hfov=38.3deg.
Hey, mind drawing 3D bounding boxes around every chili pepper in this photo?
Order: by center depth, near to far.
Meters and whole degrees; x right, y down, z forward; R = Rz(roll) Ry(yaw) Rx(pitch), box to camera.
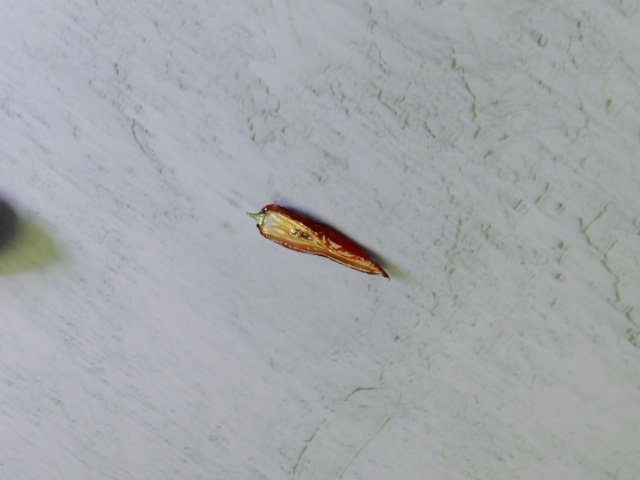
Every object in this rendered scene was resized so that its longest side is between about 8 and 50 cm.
[{"bbox_3d":[0.000,0.000,1.017,0.178,0.027,0.045,23,124,14],"label":"chili pepper"}]
